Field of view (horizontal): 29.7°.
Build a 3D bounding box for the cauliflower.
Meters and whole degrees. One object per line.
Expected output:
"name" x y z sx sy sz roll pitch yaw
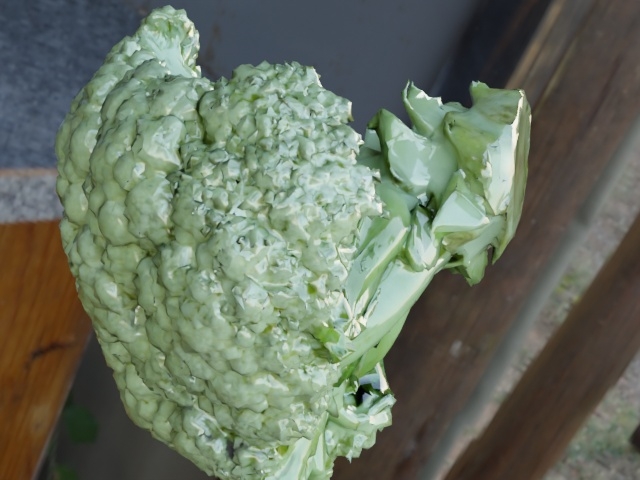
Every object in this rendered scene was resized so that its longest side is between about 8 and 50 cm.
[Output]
"cauliflower" 0.000 0.000 0.625 0.250 0.272 0.275 -18 33 -1
